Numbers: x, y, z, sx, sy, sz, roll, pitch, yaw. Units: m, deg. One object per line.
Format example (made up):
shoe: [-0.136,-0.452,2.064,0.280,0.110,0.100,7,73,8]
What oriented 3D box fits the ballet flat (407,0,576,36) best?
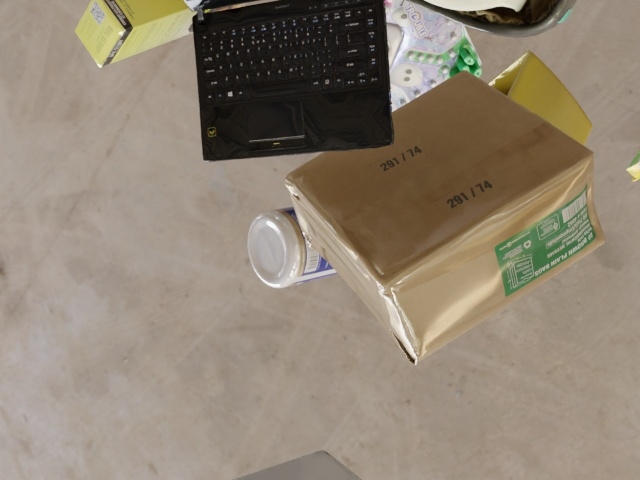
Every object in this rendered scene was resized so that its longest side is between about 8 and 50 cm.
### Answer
ballet flat: [0.013,-0.180,0.443,0.280,0.096,0.095,19,124,-7]

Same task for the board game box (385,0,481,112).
board game box: [0.111,-0.402,1.843,0.390,0.390,0.050,-28,43,11]

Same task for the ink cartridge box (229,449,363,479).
ink cartridge box: [-0.062,0.317,0.622,0.117,0.201,0.278,30,116,41]

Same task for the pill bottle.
pill bottle: [0.000,0.000,1.738,0.153,0.265,0.153,14,109,48]

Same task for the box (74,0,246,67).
box: [-0.177,-0.286,1.051,0.058,0.232,0.087,56,142,1]

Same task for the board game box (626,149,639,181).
board game box: [0.585,-0.180,1.389,0.039,0.124,0.259,39,163,3]

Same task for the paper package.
paper package: [0.165,-0.043,1.192,0.309,0.325,0.168,49,167,47]

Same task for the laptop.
laptop: [-0.063,-0.219,0.881,0.234,0.136,0.264,-2,94,26]

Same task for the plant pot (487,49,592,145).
plant pot: [0.384,-0.194,1.655,0.187,0.212,0.212,31,161,-9]
